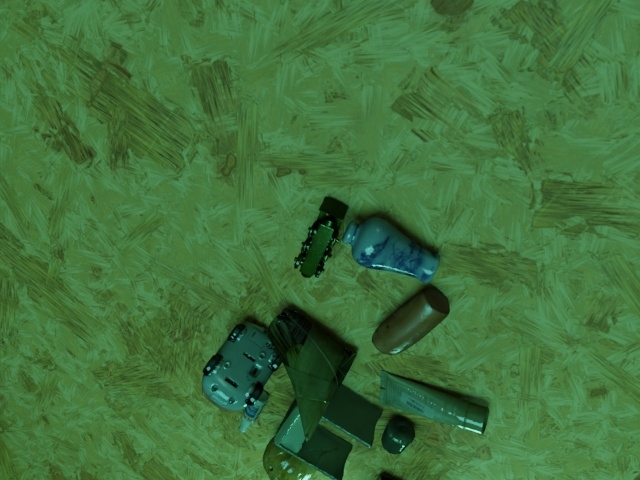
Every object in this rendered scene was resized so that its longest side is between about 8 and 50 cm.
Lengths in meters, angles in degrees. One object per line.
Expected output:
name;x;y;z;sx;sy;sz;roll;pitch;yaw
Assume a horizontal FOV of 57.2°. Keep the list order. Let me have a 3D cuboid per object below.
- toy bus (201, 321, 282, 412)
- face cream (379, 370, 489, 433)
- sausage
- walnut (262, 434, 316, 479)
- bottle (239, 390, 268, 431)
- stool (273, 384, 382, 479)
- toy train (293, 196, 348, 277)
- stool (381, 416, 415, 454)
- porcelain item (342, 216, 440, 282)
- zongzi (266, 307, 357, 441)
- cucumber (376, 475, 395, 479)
toy bus;-0.260;0.423;1.898;0.194;0.287;0.232;33;141;2
face cream;0.344;0.508;1.825;0.341;0.084;0.137;12;120;24
sausage;0.252;0.243;1.685;0.113;0.113;0.259;40;123;-4
walnut;-0.106;0.776;2.082;0.195;0.195;0.221;34;126;0
bottle;-0.248;0.624;2.125;0.060;0.060;0.217;29;125;4
stool;0.023;0.616;1.948;0.270;0.170;0.243;31;125;1
toy train;0.000;0.000;1.628;0.090;0.137;0.225;25;128;-1
stool;0.251;0.642;1.923;0.096;0.096;0.110;26;130;6
porcelain item;0.187;0.024;1.573;0.259;0.141;0.141;22;124;-4
zongzi;-0.074;0.394;1.772;0.289;0.317;0.154;36;136;-2
cucumber;0.334;0.916;2.058;0.304;0.081;0.072;22;167;3
